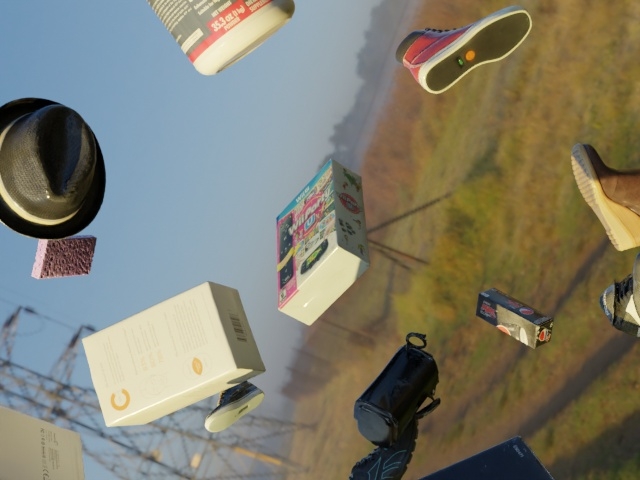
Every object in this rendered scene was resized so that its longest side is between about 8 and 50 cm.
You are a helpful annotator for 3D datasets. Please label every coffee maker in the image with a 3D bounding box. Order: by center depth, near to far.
[{"bbox_3d":[0.148,0.300,1.856,0.178,0.120,0.171,-45,-55,-40],"label":"coffee maker"}]

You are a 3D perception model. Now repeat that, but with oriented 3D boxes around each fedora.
[{"bbox_3d":[-0.590,-0.175,2.028,0.152,0.334,0.334,-25,35,52],"label":"fedora"}]

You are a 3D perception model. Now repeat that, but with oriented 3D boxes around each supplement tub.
[{"bbox_3d":[-0.186,-0.417,1.451,0.191,0.272,0.191,-35,8,6],"label":"supplement tub"}]

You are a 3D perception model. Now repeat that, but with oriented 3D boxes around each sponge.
[{"bbox_3d":[-0.724,0.045,2.630,0.210,0.031,0.117,-4,-71,-64],"label":"sponge"}]

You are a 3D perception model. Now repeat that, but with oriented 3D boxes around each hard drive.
[{"bbox_3d":[-0.696,0.479,2.093,0.047,0.353,0.233,-46,37,17],"label":"hard drive"}]

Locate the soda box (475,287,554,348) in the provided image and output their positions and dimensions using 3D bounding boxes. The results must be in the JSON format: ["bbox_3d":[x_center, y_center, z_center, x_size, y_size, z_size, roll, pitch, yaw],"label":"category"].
[{"bbox_3d":[0.410,0.163,1.966,0.053,0.169,0.060,-16,-59,-34],"label":"soda box"}]

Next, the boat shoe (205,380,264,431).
[{"bbox_3d":[-0.226,0.392,2.230,0.183,0.083,0.065,-24,-40,-44],"label":"boat shoe"}]

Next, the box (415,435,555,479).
[{"bbox_3d":[0.162,0.442,1.136,0.182,0.296,0.294,-124,19,-50],"label":"box"}]

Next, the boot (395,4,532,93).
[{"bbox_3d":[0.268,-0.394,1.778,0.088,0.244,0.176,60,180,-37],"label":"boot"}]

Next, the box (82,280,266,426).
[{"bbox_3d":[-0.336,0.264,2.121,0.215,0.345,0.168,70,-166,16],"label":"box"}]

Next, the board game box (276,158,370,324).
[{"bbox_3d":[0.000,0.000,2.052,0.224,0.097,0.303,-46,28,30],"label":"board game box"}]

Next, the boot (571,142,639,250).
[{"bbox_3d":[0.640,-0.122,1.866,0.207,0.248,0.090,-29,5,-2],"label":"boot"}]

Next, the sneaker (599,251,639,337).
[{"bbox_3d":[0.412,0.078,1.201,0.234,0.106,0.078,46,-127,-54],"label":"sneaker"}]

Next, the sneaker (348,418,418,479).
[{"bbox_3d":[0.122,0.471,1.903,0.101,0.106,0.267,84,-151,-76],"label":"sneaker"}]
